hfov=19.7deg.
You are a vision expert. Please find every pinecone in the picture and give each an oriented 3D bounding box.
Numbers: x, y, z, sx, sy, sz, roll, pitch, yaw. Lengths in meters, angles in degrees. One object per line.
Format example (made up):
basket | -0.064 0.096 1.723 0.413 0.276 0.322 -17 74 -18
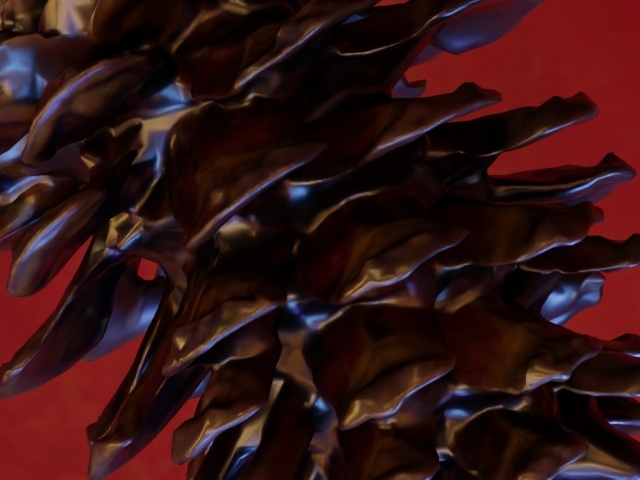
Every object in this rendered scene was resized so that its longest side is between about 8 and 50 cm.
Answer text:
pinecone | 0.003 -0.002 0.632 0.292 0.246 0.246 54 134 11
